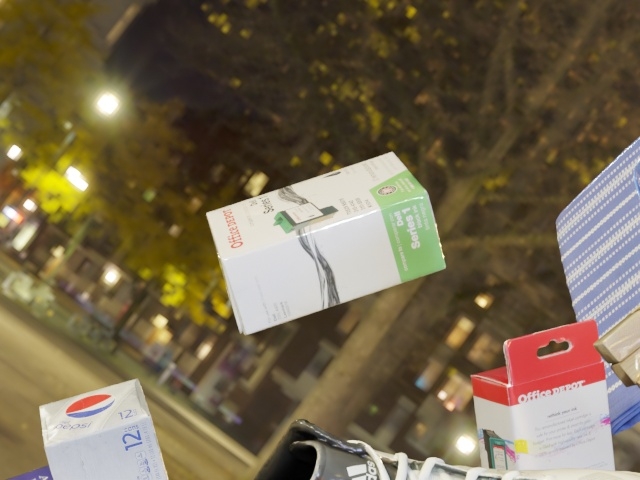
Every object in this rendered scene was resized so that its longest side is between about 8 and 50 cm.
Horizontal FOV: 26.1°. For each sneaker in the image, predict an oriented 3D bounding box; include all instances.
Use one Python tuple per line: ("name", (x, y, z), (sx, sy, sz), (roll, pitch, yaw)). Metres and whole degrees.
("sneaker", (0.114, 0.263, 1.234), (0.447, 0.169, 0.257), (-8, -26, 38))

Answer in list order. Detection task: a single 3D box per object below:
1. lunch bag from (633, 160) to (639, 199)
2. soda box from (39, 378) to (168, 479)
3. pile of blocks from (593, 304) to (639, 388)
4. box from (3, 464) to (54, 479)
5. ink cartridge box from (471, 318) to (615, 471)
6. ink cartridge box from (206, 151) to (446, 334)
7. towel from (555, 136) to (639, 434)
("lunch bag", (0.201, -0.011, 0.701), (0.098, 0.067, 0.065), (-101, 165, -44))
("soda box", (-0.172, 0.278, 1.259), (0.091, 0.098, 0.286), (-129, -155, -68))
("pile of blocks", (0.308, 0.150, 0.971), (0.149, 0.112, 0.362), (54, -4, -28))
("box", (-0.280, 0.340, 1.637), (0.153, 0.207, 0.108), (63, -31, 17))
("ink cartridge box", (0.251, 0.208, 1.555), (0.078, 0.134, 0.231), (8, -73, 62))
("ink cartridge box", (0.000, 0.000, 1.438), (0.160, 0.219, 0.093), (-120, -167, -69))
("towel", (0.398, 0.044, 1.701), (0.040, 0.336, 0.243), (14, -41, -26))
